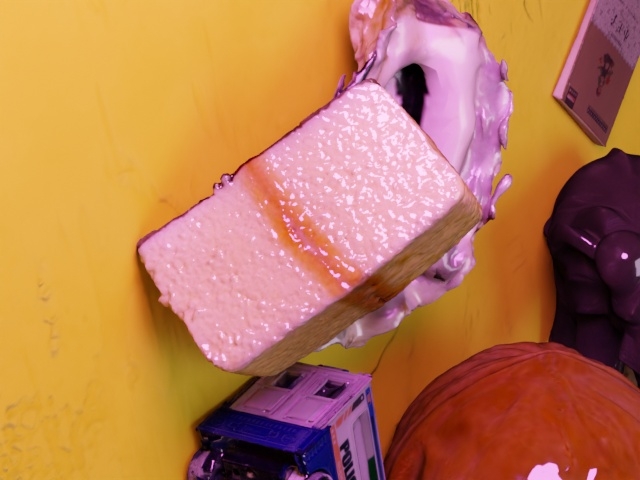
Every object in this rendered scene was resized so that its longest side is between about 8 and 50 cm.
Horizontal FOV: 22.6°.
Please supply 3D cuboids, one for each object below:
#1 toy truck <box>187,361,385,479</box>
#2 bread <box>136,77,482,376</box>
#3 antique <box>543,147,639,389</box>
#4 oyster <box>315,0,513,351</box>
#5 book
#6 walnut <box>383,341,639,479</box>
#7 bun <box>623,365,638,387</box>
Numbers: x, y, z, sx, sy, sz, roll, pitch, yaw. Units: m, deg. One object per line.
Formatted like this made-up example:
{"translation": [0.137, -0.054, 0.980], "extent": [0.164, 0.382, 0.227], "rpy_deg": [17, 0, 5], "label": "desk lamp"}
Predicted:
{"translation": [-0.009, 0.251, 1.399], "extent": [0.155, 0.124, 0.268], "rpy_deg": [-42, 132, -45], "label": "toy truck"}
{"translation": [0.000, 0.000, 1.280], "extent": [0.240, 0.135, 0.178], "rpy_deg": [-37, 166, 5], "label": "bread"}
{"translation": [0.326, 0.045, 1.698], "extent": [0.322, 0.185, 0.255], "rpy_deg": [-94, -177, -54], "label": "antique"}
{"translation": [0.053, -0.073, 1.383], "extent": [0.238, 0.115, 0.351], "rpy_deg": [-1, 98, -45], "label": "oyster"}
{"translation": [0.320, -0.219, 1.771], "extent": [0.138, 0.016, 0.198], "rpy_deg": [34, 74, -53], "label": "book"}
{"translation": [0.199, 0.290, 1.519], "extent": [0.308, 0.354, 0.397], "rpy_deg": [-4, 105, -17], "label": "walnut"}
{"translation": [0.377, 0.204, 1.889], "extent": [0.244, 0.153, 0.243], "rpy_deg": [-2, 90, -73], "label": "bun"}
